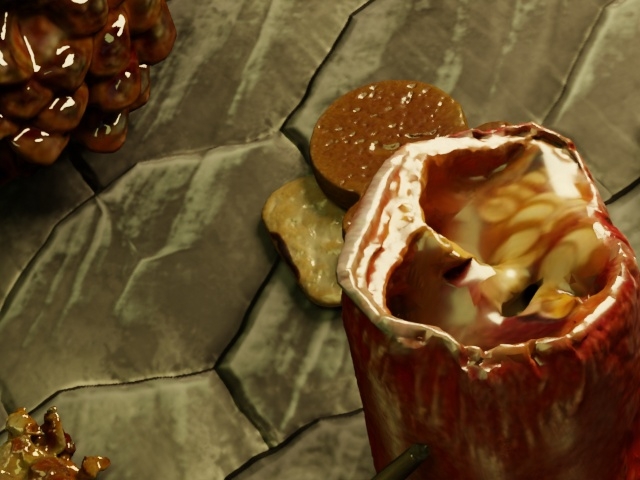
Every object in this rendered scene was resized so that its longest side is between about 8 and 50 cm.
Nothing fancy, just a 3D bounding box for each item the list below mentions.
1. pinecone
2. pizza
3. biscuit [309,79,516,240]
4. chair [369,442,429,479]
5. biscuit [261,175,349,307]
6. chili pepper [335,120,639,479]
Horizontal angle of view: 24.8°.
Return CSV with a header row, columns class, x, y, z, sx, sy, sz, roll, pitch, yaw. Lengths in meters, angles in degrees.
class,x,y,z,sx,sy,sz,roll,pitch,yaw
pinecone,-0.321,-0.238,1.289,0.397,0.398,0.398,-10,54,14
pizza,-0.216,0.202,1.124,0.154,0.069,0.194,-28,53,1
biscuit,0.085,-0.052,1.204,0.179,0.039,0.236,-32,51,-10
chair,-0.014,0.264,0.857,0.188,0.272,0.166,-25,73,-37
biscuit,0.000,0.000,1.215,0.071,0.018,0.147,-30,51,-4
chili pepper,0.135,0.080,0.936,0.229,0.305,0.251,15,53,22
